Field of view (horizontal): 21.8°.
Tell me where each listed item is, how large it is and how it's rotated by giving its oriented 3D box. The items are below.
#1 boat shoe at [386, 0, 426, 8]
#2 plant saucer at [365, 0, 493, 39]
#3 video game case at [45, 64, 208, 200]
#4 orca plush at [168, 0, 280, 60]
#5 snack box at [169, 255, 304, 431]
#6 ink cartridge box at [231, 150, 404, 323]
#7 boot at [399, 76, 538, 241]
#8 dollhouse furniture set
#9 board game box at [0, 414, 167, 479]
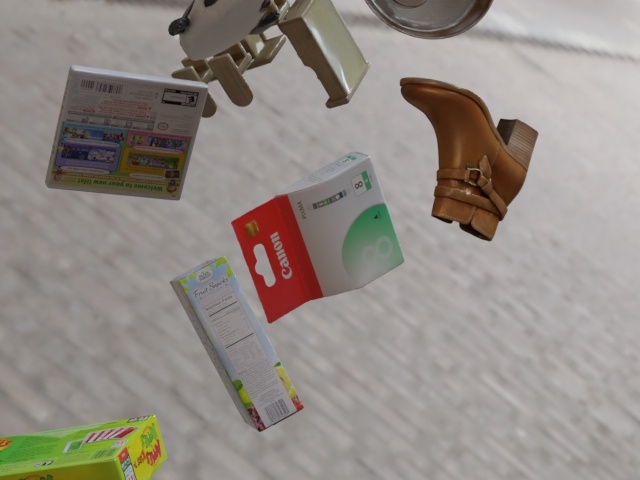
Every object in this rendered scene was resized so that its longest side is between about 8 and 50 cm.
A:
[{"bbox_3d":[0.129,-0.361,1.692,0.096,0.268,0.088,16,15,-24],"label":"boat shoe"},{"bbox_3d":[0.115,-0.301,1.854,0.168,0.168,0.029,36,-18,-3],"label":"plant saucer"},{"bbox_3d":[-0.289,-0.158,2.476,0.212,0.193,0.023,5,26,-25],"label":"video game case"},{"bbox_3d":[-0.132,-0.331,2.136,0.287,0.151,0.102,112,-36,-76],"label":"orca plush"},{"bbox_3d":[-0.105,0.124,2.030,0.207,0.070,0.174,61,-9,-3],"label":"snack box"},{"bbox_3d":[0.000,0.000,2.401,0.056,0.224,0.181,20,-45,55],"label":"ink cartridge box"},{"bbox_3d":[0.160,-0.099,1.995,0.197,0.152,0.073,26,-8,-13],"label":"boot"},{"bbox_3d":[-0.071,-0.284,2.645,0.161,0.242,0.212,58,39,-25],"label":"dollhouse furniture set"},{"bbox_3d":[-0.231,0.195,1.400,0.092,0.181,0.043,-48,126,-67],"label":"board game box"}]
